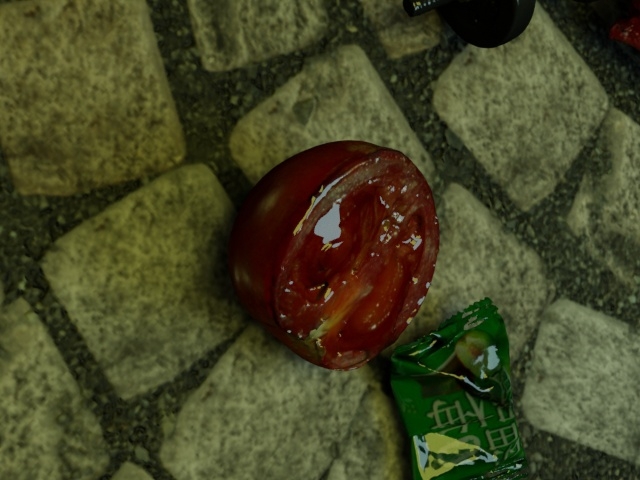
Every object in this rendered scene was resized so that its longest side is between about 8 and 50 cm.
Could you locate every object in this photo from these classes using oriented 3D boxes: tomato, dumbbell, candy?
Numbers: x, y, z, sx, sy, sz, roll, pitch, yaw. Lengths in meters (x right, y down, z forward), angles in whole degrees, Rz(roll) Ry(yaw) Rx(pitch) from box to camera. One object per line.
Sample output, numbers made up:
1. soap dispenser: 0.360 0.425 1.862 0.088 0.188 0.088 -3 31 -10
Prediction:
1. tomato: 0.000 0.000 1.131 0.200 0.140 0.233 -52 143 -13
2. dumbbell: 0.216 -0.293 1.252 0.325 0.143 0.143 -27 99 -25
3. candy: 0.139 0.169 1.225 0.141 0.078 0.203 -14 105 -16

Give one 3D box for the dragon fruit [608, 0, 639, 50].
1. dragon fruit: 0.470 -0.253 1.413 0.329 0.228 0.286 4 52 -7
